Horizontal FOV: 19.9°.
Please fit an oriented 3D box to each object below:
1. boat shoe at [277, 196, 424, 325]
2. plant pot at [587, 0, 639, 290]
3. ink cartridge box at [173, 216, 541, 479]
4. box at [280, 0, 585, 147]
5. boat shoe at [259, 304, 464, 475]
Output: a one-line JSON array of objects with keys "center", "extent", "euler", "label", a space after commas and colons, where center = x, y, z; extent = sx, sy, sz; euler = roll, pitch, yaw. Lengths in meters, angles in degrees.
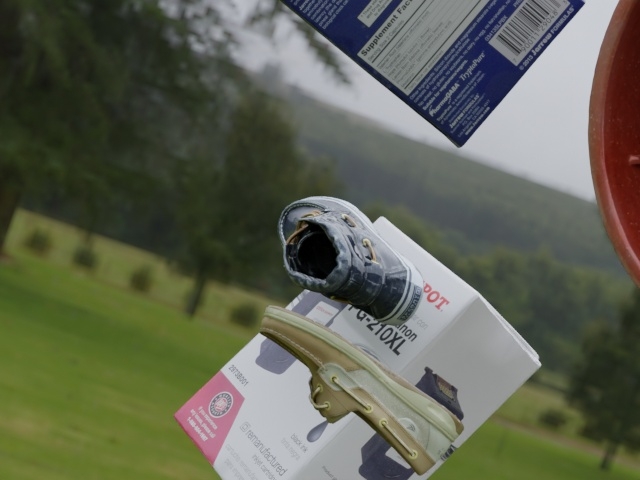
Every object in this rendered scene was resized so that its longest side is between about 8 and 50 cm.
[{"center": [0.000, 0.000, 1.348], "extent": [0.083, 0.065, 0.183], "euler": [25, 5, -35], "label": "boat shoe"}, {"center": [0.351, -0.065, 1.099], "extent": [0.265, 0.272, 0.272], "euler": [1, 14, -40], "label": "plant pot"}, {"center": [0.026, 0.117, 1.412], "extent": [0.100, 0.237, 0.172], "euler": [48, -4, -34], "label": "ink cartridge box"}, {"center": [0.055, -0.184, 1.253], "extent": [0.225, 0.136, 0.036], "euler": [37, 11, -19], "label": "box"}, {"center": [0.017, 0.087, 1.059], "extent": [0.135, 0.045, 0.050], "euler": [33, -7, 5], "label": "boat shoe"}]
